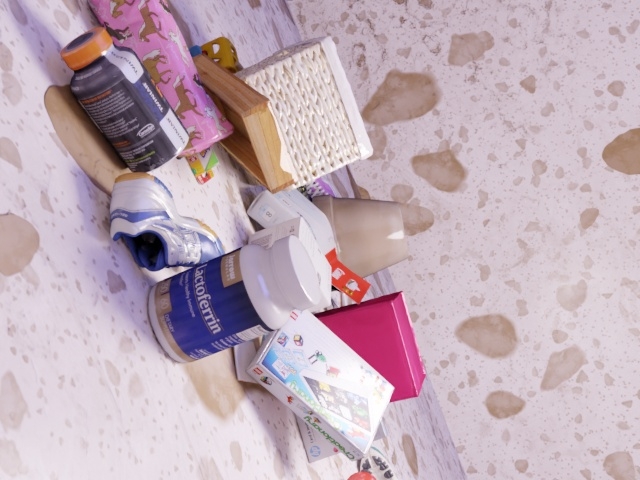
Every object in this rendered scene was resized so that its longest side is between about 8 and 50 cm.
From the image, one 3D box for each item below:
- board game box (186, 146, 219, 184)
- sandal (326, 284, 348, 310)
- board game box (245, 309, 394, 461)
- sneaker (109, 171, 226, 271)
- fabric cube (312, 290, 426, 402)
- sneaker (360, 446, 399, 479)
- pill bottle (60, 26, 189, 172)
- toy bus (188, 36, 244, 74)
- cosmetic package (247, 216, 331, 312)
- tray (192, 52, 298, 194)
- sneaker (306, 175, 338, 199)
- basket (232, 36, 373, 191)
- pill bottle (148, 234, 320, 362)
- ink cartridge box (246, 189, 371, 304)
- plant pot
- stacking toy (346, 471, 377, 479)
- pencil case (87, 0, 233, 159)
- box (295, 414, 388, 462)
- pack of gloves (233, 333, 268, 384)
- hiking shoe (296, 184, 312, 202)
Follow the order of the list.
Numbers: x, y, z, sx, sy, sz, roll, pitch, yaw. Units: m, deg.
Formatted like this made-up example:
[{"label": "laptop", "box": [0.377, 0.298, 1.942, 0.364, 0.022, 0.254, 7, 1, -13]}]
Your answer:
[{"label": "board game box", "box": [-0.308, -0.259, 1.698, 0.124, 0.039, 0.259, -64, 133, -73]}, {"label": "sandal", "box": [0.048, 0.200, 2.329, 0.265, 0.076, 0.102, 89, 1, -65]}, {"label": "board game box", "box": [0.006, 0.293, 1.547, 0.305, 0.053, 0.193, 43, 46, -11]}, {"label": "sneaker", "box": [-0.272, 0.010, 1.279, 0.296, 0.111, 0.131, 47, 39, -50]}, {"label": "fabric cube", "box": [0.115, 0.295, 1.940, 0.259, 0.258, 0.254, -7, 82, -77]}, {"label": "sneaker", "box": [0.194, 0.692, 2.022, 0.110, 0.107, 0.275, -83, 150, -84]}, {"label": "pill bottle", "box": [-0.347, -0.247, 1.286, 0.130, 0.130, 0.246, -95, 159, -53]}, {"label": "toy bus", "box": [-0.268, -0.471, 2.054, 0.191, 0.104, 0.202, -78, 144, -68]}, {"label": "cosmetic package", "box": [-0.077, 0.072, 1.804, 0.151, 0.151, 0.184, -88, 153, -53]}, {"label": "tray", "box": [-0.191, -0.278, 1.674, 0.411, 0.076, 0.203, 43, -23, 51]}, {"label": "sneaker", "box": [-0.042, -0.197, 2.571, 0.282, 0.102, 0.161, 54, 19, -12]}, {"label": "basket", "box": [-0.086, -0.321, 1.927, 0.328, 0.266, 0.331, 16, -48, 63]}, {"label": "pill bottle", "box": [-0.143, 0.096, 1.241, 0.153, 0.264, 0.153, -23, 90, -78]}, {"label": "ink cartridge box", "box": [0.000, 0.000, 2.045, 0.385, 0.091, 0.308, 39, 12, 4]}, {"label": "plant pot", "box": [0.137, -0.013, 2.418, 0.323, 0.280, 0.323, -11, 90, -85]}, {"label": "stacking toy", "box": [0.167, 0.703, 1.827, 0.330, 0.141, 0.141, 59, 15, -21]}, {"label": "pencil case", "box": [-0.327, -0.362, 1.509, 0.167, 0.160, 0.386, 1, -60, 61]}, {"label": "box", "box": [0.043, 0.405, 1.666, 0.038, 0.186, 0.145, 37, 33, -70]}, {"label": "pack of gloves", "box": [-0.147, 0.208, 1.582, 0.195, 0.046, 0.232, 23, 46, -51]}, {"label": "hiking shoe", "box": [-0.065, -0.118, 2.342, 0.227, 0.086, 0.114, 45, 23, -62]}]
